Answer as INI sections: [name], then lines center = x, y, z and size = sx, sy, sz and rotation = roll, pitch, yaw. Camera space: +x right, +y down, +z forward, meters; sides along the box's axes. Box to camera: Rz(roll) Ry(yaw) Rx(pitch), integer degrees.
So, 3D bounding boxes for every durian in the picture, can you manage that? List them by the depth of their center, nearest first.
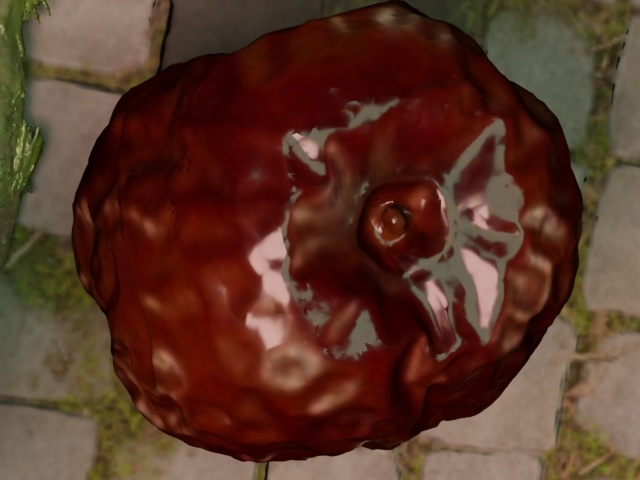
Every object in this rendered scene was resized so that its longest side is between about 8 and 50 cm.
[durian]
center = -0.182, -0.065, 0.682
size = 0.100, 0.086, 0.215
rotation = 3, 97, -48

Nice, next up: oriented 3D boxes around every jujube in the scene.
[jujube]
center = 0.000, 0.000, 0.637
size = 0.213, 0.232, 0.213
rotation = -1, 94, -18
